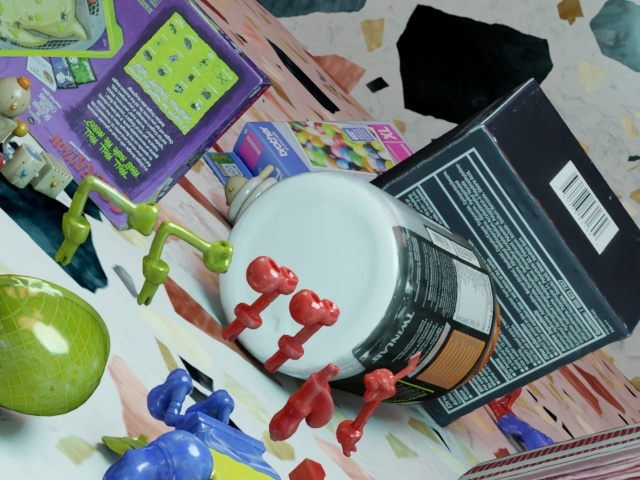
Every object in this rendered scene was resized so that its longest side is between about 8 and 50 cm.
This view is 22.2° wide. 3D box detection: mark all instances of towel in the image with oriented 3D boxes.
[{"bbox_3d":[0.247,0.246,1.722,0.329,0.237,0.037,-1,75,-75],"label":"towel"}]

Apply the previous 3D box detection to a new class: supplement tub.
[{"bbox_3d":[0.057,0.061,1.705,0.207,0.207,0.338,50,11,26],"label":"supplement tub"}]

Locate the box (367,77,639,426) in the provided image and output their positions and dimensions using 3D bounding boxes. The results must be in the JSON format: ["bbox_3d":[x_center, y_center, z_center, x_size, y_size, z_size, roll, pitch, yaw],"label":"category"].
[{"bbox_3d":[0.198,0.016,1.944,0.296,0.294,0.183,55,36,-5],"label":"box"}]

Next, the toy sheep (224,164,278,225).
[{"bbox_3d":[-0.060,-0.033,1.935,0.132,0.091,0.091,35,8,12],"label":"toy sheep"}]

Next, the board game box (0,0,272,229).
[{"bbox_3d":[-0.236,-0.204,1.592,0.347,0.208,0.056,47,8,7],"label":"board game box"}]

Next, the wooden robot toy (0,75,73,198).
[{"bbox_3d":[-0.273,-0.104,1.420,0.173,0.079,0.076,38,13,-33],"label":"wooden robot toy"}]

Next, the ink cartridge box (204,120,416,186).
[{"bbox_3d":[0.017,-0.079,2.141,0.311,0.065,0.186,-6,47,-39],"label":"ink cartridge box"}]

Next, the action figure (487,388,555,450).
[{"bbox_3d":[0.336,0.269,2.187,0.091,0.139,0.280,32,19,-46],"label":"action figure"}]

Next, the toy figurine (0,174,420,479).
[{"bbox_3d":[-0.057,0.145,1.053,0.362,0.191,0.217,34,20,-42],"label":"toy figurine"}]
